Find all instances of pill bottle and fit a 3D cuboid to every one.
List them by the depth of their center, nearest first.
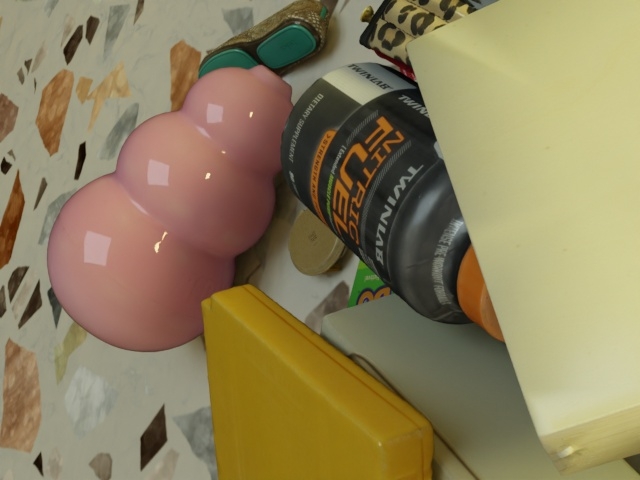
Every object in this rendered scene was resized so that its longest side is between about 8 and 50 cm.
[{"bbox_3d":[0.078,-0.028,0.610,0.130,0.130,0.246,-61,38,12],"label":"pill bottle"}]

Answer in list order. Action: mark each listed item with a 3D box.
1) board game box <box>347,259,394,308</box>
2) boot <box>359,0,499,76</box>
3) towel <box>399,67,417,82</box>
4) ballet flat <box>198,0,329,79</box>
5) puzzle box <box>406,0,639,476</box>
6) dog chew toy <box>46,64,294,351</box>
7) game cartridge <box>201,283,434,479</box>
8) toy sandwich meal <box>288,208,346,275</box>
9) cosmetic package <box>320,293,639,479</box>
[{"bbox_3d":[0.095,-0.012,0.780,0.124,0.039,0.259,10,81,50],"label":"board game box"},{"bbox_3d":[0.126,-0.261,0.673,0.284,0.138,0.377,-59,37,13],"label":"boot"},{"bbox_3d":[0.151,-0.290,0.795,0.237,0.037,0.329,-29,51,36],"label":"towel"},{"bbox_3d":[-0.063,-0.225,1.027,0.206,0.073,0.067,-11,41,43],"label":"ballet flat"},{"bbox_3d":[0.261,-0.079,0.414,0.409,0.052,0.272,-22,48,14],"label":"puzzle box"},{"bbox_3d":[-0.144,-0.042,0.945,0.332,0.207,0.206,-52,43,9],"label":"dog chew toy"},{"bbox_3d":[-0.006,0.217,0.661,0.285,0.053,0.323,31,128,56],"label":"game cartridge"},{"bbox_3d":[0.000,0.000,0.889,0.086,0.029,0.085,-17,64,39],"label":"toy sandwich meal"},{"bbox_3d":[0.115,0.184,0.577,0.309,0.113,0.160,46,142,45],"label":"cosmetic package"}]
